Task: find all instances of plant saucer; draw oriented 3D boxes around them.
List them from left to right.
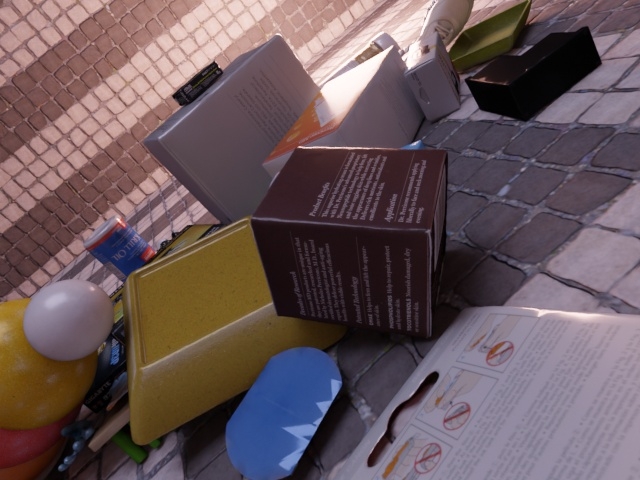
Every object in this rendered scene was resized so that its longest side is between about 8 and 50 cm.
[{"bbox_3d":[-0.170,0.092,0.761,0.332,0.081,0.333,-26,38,-7],"label":"plant saucer"},{"bbox_3d":[0.398,-0.475,1.144,0.188,0.045,0.188,-10,38,48],"label":"plant saucer"}]

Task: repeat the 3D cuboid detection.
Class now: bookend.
[{"bbox_3d":[0.369,-0.299,0.857,0.156,0.072,0.157,-37,24,3],"label":"bookend"}]

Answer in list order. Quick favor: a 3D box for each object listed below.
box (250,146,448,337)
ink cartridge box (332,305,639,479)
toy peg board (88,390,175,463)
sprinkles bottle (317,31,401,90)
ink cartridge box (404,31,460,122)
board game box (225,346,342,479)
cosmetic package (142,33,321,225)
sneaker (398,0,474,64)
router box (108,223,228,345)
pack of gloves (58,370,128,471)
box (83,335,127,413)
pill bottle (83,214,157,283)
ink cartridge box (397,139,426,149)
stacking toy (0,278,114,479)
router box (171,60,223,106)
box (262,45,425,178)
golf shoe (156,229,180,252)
[{"bbox_3d":[0.049,-0.005,0.605,0.203,0.167,0.168,5,41,19],"label":"box"},{"bbox_3d":[0.157,0.193,0.354,0.308,0.091,0.385,-48,9,-16],"label":"ink cartridge box"},{"bbox_3d":[-0.275,0.275,0.802,0.161,0.079,0.160,-42,9,-6],"label":"toy peg board"},{"bbox_3d":[0.091,-0.491,1.504,0.355,0.121,0.121,-40,25,-1],"label":"sprinkles bottle"},{"bbox_3d":[0.250,-0.361,1.060,0.072,0.127,0.175,-21,31,29],"label":"ink cartridge box"},{"bbox_3d":[-0.041,0.213,0.594,0.133,0.033,0.169,7,54,46],"label":"board game box"},{"bbox_3d":[-0.202,-0.274,1.301,0.394,0.327,0.329,-46,26,-12],"label":"cosmetic package"},{"bbox_3d":[0.283,-0.499,1.227,0.292,0.110,0.118,-51,20,46],"label":"sneaker"},{"bbox_3d":[-0.334,0.093,1.049,0.309,0.081,0.242,-48,26,-25],"label":"router box"},{"bbox_3d":[-0.394,0.289,0.848,0.195,0.046,0.232,-58,12,-20],"label":"pack of gloves"},{"bbox_3d":[-0.442,0.254,1.072,0.175,0.051,0.220,-42,25,-6],"label":"box"},{"bbox_3d":[-0.527,0.047,1.333,0.124,0.221,0.124,-31,26,18],"label":"pill bottle"},{"bbox_3d":[0.130,-0.075,0.787,0.089,0.092,0.143,-14,34,44],"label":"ink cartridge box"},{"bbox_3d":[-0.482,0.214,0.787,0.479,0.350,0.351,-34,24,26],"label":"stacking toy"},{"bbox_3d":[-0.314,-0.399,1.230,0.122,0.038,0.092,-48,26,-17],"label":"router box"},{"bbox_3d":[0.067,-0.233,1.050,0.215,0.168,0.345,-15,35,42],"label":"box"},{"bbox_3d":[-0.425,0.052,1.318,0.077,0.094,0.198,-40,13,45],"label":"golf shoe"}]
